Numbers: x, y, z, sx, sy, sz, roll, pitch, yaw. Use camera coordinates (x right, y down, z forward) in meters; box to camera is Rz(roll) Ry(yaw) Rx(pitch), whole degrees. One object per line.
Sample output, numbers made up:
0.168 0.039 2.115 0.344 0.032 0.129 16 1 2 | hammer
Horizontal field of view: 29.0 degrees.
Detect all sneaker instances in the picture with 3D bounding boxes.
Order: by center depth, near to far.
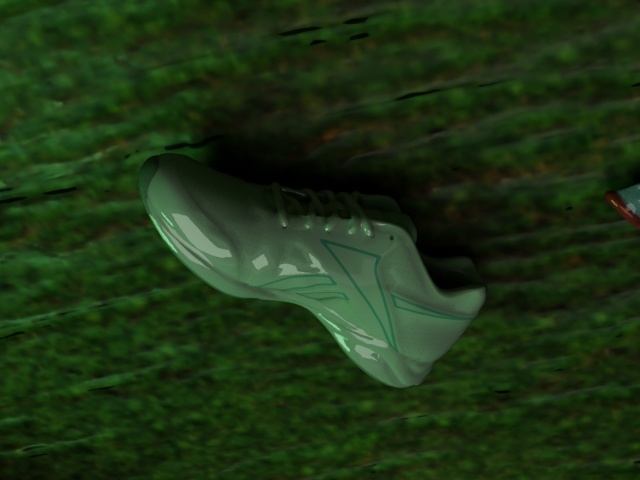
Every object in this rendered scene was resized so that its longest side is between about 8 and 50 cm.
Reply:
0.000 0.000 0.482 0.152 0.054 0.061 29 120 -27 | sneaker

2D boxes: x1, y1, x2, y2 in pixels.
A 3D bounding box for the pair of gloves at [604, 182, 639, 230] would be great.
0.216 -0.009 0.461 0.198 0.023 0.159 37 128 -23 | pair of gloves
